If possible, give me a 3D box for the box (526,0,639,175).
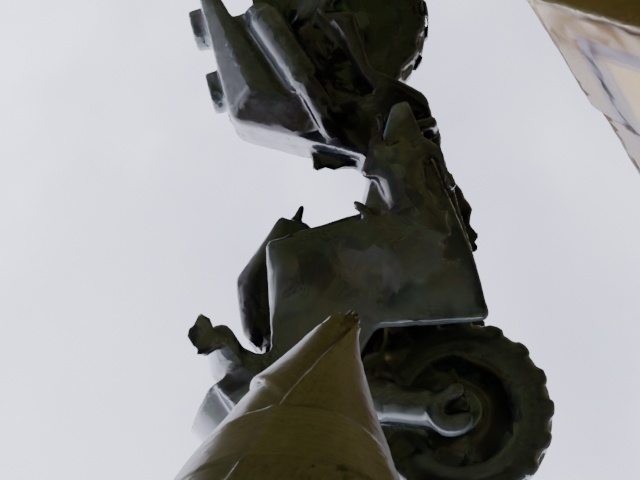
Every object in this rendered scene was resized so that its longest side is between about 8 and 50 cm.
[{"bbox_3d":[0.188,-0.049,0.541,0.193,0.084,0.301,-57,-39,-12],"label":"box"}]

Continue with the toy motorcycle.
[{"bbox_3d":[0.000,0.000,0.835,0.106,0.159,0.270,73,179,-76],"label":"toy motorcycle"}]

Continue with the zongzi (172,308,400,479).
[{"bbox_3d":[0.037,0.101,0.470,0.189,0.081,0.178,23,-135,20],"label":"zongzi"}]
